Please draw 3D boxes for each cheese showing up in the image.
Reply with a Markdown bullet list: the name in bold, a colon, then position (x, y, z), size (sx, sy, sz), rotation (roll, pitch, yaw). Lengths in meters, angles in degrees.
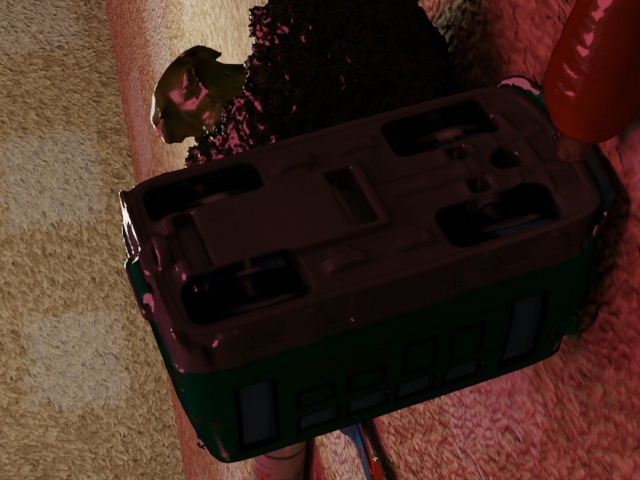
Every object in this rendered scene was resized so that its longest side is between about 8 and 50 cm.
- **cheese**: position (0.041, 0.224, 1.654), size (0.106, 0.037, 0.256), rotation (98, 158, -49)

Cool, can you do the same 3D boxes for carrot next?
- **carrot**: position (0.195, -0.173, 0.806), size (0.336, 0.069, 0.069), rotation (101, 157, -44)

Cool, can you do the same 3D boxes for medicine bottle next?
- **medicine bottle**: position (-0.064, 0.340, 2.020), size (0.086, 0.086, 0.183), rotation (-114, 21, -47)

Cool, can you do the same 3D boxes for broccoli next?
- **broccoli**: position (-0.015, -0.114, 1.180), size (0.297, 0.297, 0.297), rotation (27, 130, 33)

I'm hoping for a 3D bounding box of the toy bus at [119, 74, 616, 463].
- **toy bus**: position (0.034, 0.029, 0.999), size (0.199, 0.343, 0.183), rotation (85, 165, -45)
